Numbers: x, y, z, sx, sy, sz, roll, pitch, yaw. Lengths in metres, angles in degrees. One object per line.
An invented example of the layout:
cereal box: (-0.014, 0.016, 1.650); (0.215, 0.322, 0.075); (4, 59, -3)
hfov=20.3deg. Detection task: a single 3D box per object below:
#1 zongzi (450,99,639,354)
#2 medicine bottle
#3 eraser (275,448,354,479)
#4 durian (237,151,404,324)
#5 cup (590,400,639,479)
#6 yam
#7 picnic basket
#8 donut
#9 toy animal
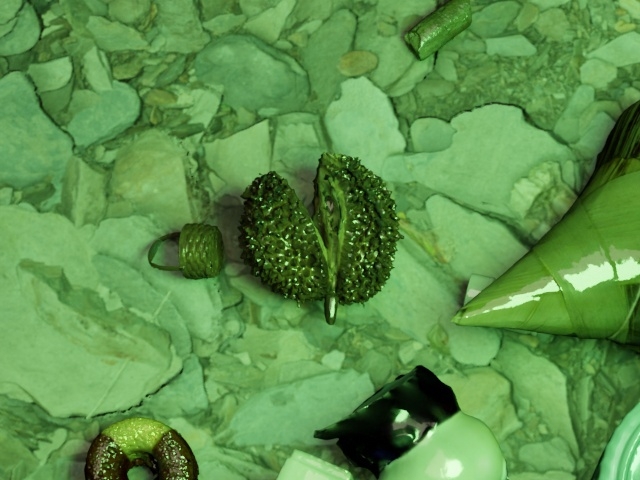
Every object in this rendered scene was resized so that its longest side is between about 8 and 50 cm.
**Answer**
zongzi: (0.289, -0.029, 1.967); (0.318, 0.154, 0.289); (5, 65, -16)
medicine bottle: (0.208, 0.072, 2.015); (0.089, 0.057, 0.057); (12, 70, 9)
eraser: (-0.051, 0.369, 1.880); (0.081, 0.124, 0.279); (22, 71, 13)
durian: (0.000, 0.000, 2.006); (0.196, 0.167, 0.196); (0, 86, 5)
cup: (0.403, 0.262, 1.791); (0.257, 0.311, 0.331); (29, 73, 14)
yam: (0.146, -0.258, 2.156); (0.094, 0.043, 0.043); (-36, 71, -12)
picnic basket: (-0.158, 0.013, 2.061); (0.083, 0.072, 0.072); (0, 68, 14)
donut: (-0.200, 0.261, 1.970); (0.140, 0.059, 0.140); (0, 69, 0)
toy animal: (0.103, 0.231, 1.917); (0.166, 0.138, 0.179); (-37, 78, -27)
